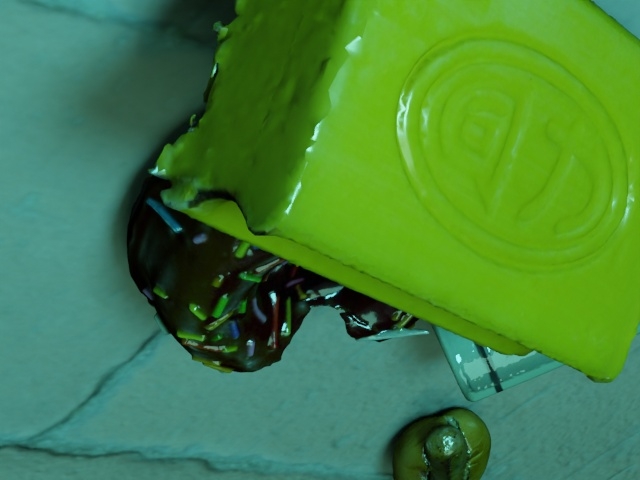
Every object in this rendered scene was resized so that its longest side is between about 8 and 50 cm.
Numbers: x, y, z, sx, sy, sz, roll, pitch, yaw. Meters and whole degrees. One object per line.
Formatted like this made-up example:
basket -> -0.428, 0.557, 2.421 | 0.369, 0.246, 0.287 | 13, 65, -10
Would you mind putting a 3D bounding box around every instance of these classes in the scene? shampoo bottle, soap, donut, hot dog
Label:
shampoo bottle -> 0.213, 0.033, 1.090 | 0.262, 0.085, 0.085 | -23, 146, 5
soap -> 0.080, -0.056, 0.805 | 0.324, 0.096, 0.204 | 23, 86, -45
donut -> -0.001, 0.000, 0.927 | 0.230, 0.096, 0.216 | 2, 140, -28
hot dog -> 0.108, 0.188, 1.275 | 0.090, 0.060, 0.140 | -13, 142, -17
